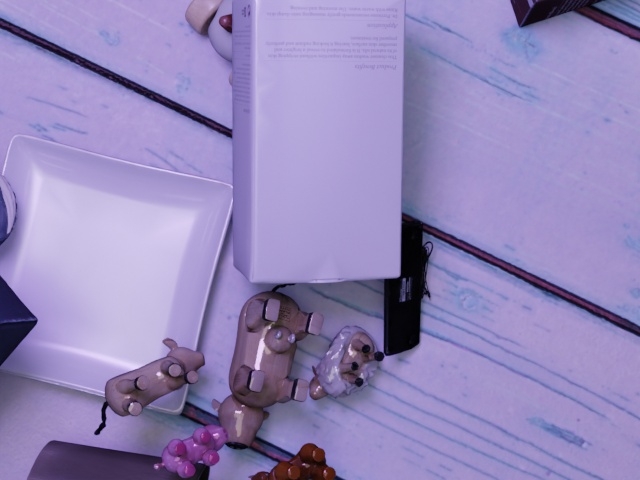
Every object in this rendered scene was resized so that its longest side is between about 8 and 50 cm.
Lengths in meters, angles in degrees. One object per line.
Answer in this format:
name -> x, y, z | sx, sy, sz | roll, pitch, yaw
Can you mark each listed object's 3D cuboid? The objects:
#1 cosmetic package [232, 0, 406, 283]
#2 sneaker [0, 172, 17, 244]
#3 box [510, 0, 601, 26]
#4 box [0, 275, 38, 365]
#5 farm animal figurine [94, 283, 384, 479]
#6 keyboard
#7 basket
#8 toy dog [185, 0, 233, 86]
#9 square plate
cosmetic package -> -0.006, -0.140, 1.753 | 0.217, 0.156, 0.385 | 0, 100, -15
sneaker -> -0.542, -0.105, 1.848 | 0.110, 0.122, 0.283 | -37, 73, 13
box -> 0.364, -0.429, 1.846 | 0.203, 0.167, 0.168 | -18, 87, 0
box -> -0.722, 0.107, 1.682 | 0.480, 0.297, 0.472 | -47, 74, 16
farm animal figurine -> -0.115, 0.203, 1.813 | 0.330, 0.172, 0.326 | 35, 72, -18
keyboard -> 0.117, 0.066, 1.870 | 0.038, 0.100, 0.192 | 14, 107, 45
basket -> -0.296, 0.376, 1.825 | 0.227, 0.154, 0.204 | 18, 80, 6
toy dog -> -0.051, -0.367, 1.855 | 0.220, 0.161, 0.333 | 30, 88, 3
square plate -> -0.326, 0.048, 1.893 | 0.344, 0.049, 0.347 | 14, 87, 3
